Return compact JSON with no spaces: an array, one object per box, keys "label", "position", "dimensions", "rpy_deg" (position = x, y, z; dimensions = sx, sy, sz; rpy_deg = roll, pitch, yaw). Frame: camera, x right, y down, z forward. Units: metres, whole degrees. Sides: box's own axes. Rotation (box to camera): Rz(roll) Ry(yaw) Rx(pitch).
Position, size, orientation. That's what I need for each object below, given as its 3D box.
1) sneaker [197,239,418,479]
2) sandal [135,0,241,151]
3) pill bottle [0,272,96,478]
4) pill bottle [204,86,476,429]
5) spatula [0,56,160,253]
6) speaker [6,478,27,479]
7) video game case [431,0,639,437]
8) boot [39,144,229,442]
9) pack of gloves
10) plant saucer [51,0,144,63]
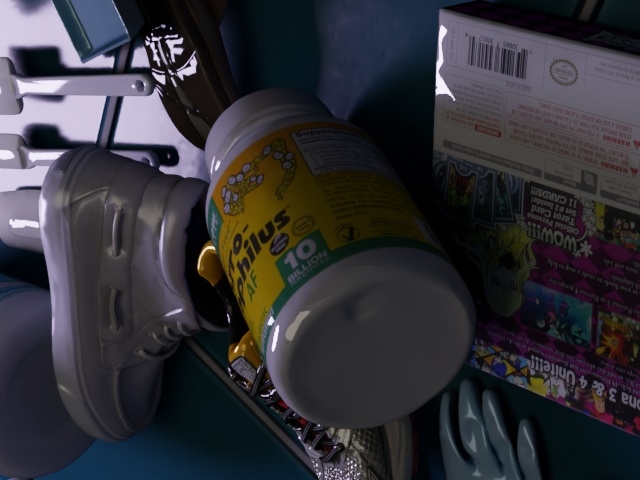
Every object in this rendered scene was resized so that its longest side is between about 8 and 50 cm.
[{"label":"sneaker","position":[-0.014,0.089,0.990],"dimensions":[0.088,0.092,0.225],"rpy_deg":[-44,64,47]},{"label":"sandal","position":[-0.087,-0.163,1.017],"dimensions":[0.090,0.060,0.219],"rpy_deg":[5,123,53]},{"label":"pill bottle","position":[-0.296,0.090,1.274],"dimensions":[0.264,0.146,0.146],"rpy_deg":[16,117,43]},{"label":"pill bottle","position":[0.000,0.000,0.900],"dimensions":[0.208,0.117,0.118],"rpy_deg":[-117,33,-49]},{"label":"spatula","position":[-0.194,-0.060,1.196],"dimensions":[0.242,0.019,0.168],"rpy_deg":[6,112,41]},{"label":"speaker","position":[-0.313,0.254,1.367],"dimensions":[0.055,0.136,0.055],"rpy_deg":[25,124,44]},{"label":"video game case","position":[0.156,-0.004,0.824],"dimensions":[0.232,0.042,0.210],"rpy_deg":[21,120,41]},{"label":"boot","position":[-0.120,0.057,1.113],"dimensions":[0.123,0.095,0.258],"rpy_deg":[15,132,23]},{"label":"pack of gloves","position":[0.072,0.201,0.998],"dimensions":[0.195,0.046,0.232],"rpy_deg":[-5,102,49]},{"label":"plant saucer","position":[-0.154,-0.160,1.055],"dimensions":[0.067,0.018,0.192],"rpy_deg":[65,165,-9]}]
